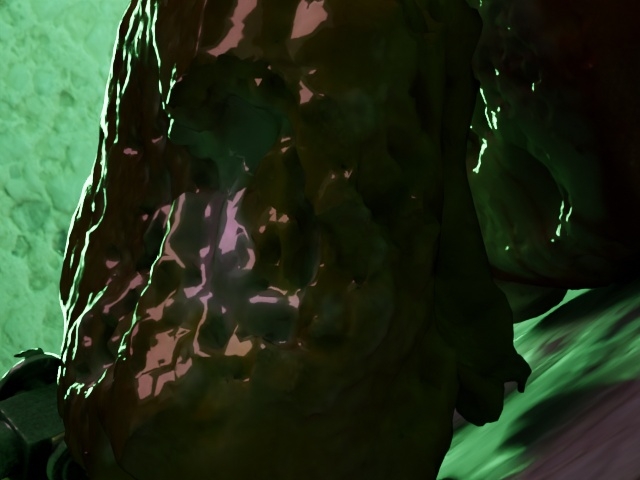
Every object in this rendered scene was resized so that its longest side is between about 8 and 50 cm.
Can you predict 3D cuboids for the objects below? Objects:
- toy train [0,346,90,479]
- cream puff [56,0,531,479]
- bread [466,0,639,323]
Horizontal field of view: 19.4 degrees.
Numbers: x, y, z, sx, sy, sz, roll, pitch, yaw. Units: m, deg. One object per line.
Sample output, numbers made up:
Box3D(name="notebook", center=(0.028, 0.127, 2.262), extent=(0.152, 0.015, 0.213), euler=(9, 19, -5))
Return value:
Box3D(name="toy train", center=(-0.135, 0.141, 1.329), extent=(0.253, 0.105, 0.157), euler=(-20, -42, -37))
Box3D(name="cream puff", center=(0.000, 0.001, 0.764), extent=(0.282, 0.185, 0.282), euler=(-167, 90, -71))
Box3D(name="bread", center=(0.080, -0.110, 0.926), extent=(0.114, 0.295, 0.327), euler=(-30, -2, -16))
